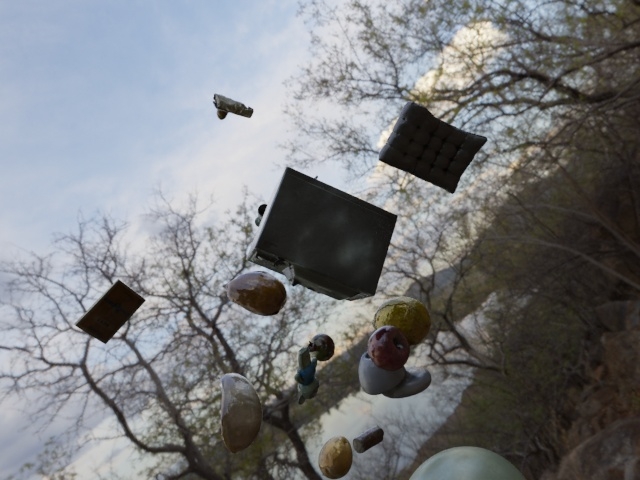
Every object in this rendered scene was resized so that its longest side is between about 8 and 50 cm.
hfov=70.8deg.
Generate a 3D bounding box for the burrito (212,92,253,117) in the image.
[{"bbox_3d":[-0.283,-0.429,1.436,0.055,0.149,0.041,-65,-5,-54],"label":"burrito"}]

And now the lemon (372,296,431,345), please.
[{"bbox_3d":[0.321,0.324,1.791,0.260,0.205,0.204,-10,3,40],"label":"lemon"}]

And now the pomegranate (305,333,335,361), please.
[{"bbox_3d":[-0.007,0.488,2.088,0.159,0.129,0.129,36,-69,-27],"label":"pomegranate"}]

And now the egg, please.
[{"bbox_3d":[0.211,0.381,0.621,0.217,0.183,0.183,-16,-28,-41],"label":"egg"}]

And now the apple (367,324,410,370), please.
[{"bbox_3d":[0.234,0.375,1.557,0.153,0.154,0.120,-17,-14,-47],"label":"apple"}]

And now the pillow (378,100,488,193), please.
[{"bbox_3d":[0.387,-0.320,1.565,0.228,0.326,0.101,-63,15,18],"label":"pillow"}]

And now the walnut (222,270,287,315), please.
[{"bbox_3d":[-0.316,0.242,2.144,0.209,0.335,0.209,11,-90,-74],"label":"walnut"}]

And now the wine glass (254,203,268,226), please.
[{"bbox_3d":[-0.298,-0.125,2.305,0.073,0.073,0.155,-29,-8,-25],"label":"wine glass"}]

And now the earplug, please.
[{"bbox_3d":[0.286,0.523,1.750,0.325,0.175,0.214,22,-25,-35],"label":"earplug"}]

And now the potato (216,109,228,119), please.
[{"bbox_3d":[-0.339,-0.459,1.576,0.040,0.084,0.051,6,-29,6],"label":"potato"}]

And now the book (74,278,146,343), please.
[{"bbox_3d":[-0.874,0.299,1.885,0.242,0.018,0.170,-51,-46,-17],"label":"book"}]

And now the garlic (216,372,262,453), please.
[{"bbox_3d":[-0.334,0.610,1.696,0.151,0.339,0.196,13,-54,-38],"label":"garlic"}]

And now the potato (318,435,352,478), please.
[{"bbox_3d":[0.065,0.939,1.937,0.146,0.150,0.234,-31,-28,-33],"label":"potato"}]

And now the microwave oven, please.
[{"bbox_3d":[0.000,0.000,1.591,0.236,0.431,0.375,140,151,-69],"label":"microwave oven"}]

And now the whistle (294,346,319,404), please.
[{"bbox_3d":[-0.045,0.466,1.558,0.114,0.077,0.236,-33,-49,-38],"label":"whistle"}]

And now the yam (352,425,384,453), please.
[{"bbox_3d":[0.220,0.906,2.050,0.141,0.079,0.079,-10,-32,-38],"label":"yam"}]
